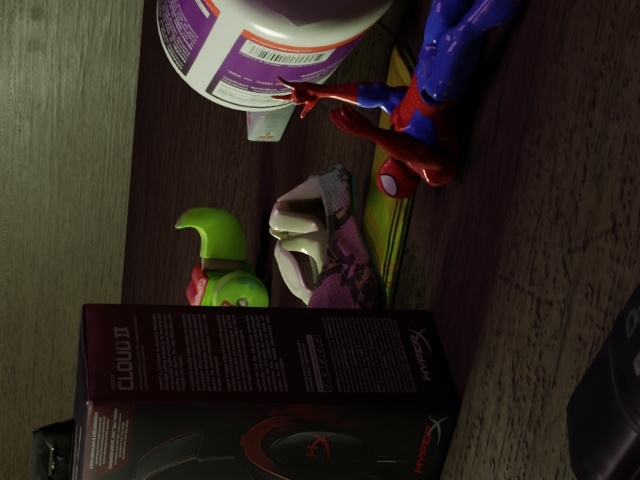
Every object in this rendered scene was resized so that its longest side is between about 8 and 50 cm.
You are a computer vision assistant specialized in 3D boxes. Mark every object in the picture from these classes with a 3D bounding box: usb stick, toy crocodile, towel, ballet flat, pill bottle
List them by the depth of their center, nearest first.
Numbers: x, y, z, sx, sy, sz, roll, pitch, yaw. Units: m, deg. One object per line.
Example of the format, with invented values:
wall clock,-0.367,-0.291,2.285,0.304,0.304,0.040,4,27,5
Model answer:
usb stick,0.168,0.025,0.638,0.278,0.045,0.077,107,167,-50
ballet flat,0.000,0.000,1.208,0.221,0.079,0.077,-103,18,-56
towel,0.051,-0.034,1.211,0.102,0.021,0.237,-110,25,-56
pill bottle,-0.045,-0.221,1.293,0.323,0.181,0.182,147,124,-74
toy crocodile,-0.128,0.124,1.783,0.115,0.105,0.341,-127,40,-70

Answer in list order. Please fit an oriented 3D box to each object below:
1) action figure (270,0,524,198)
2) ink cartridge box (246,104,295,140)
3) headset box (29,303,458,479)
action figure,0.049,-0.125,0.991,0.280,0.139,0.091,103,164,-49
ink cartridge box,-0.051,-0.210,1.631,0.179,0.045,0.145,115,153,-66
headset box,-0.068,0.163,1.100,0.110,0.293,0.218,-104,21,-51
